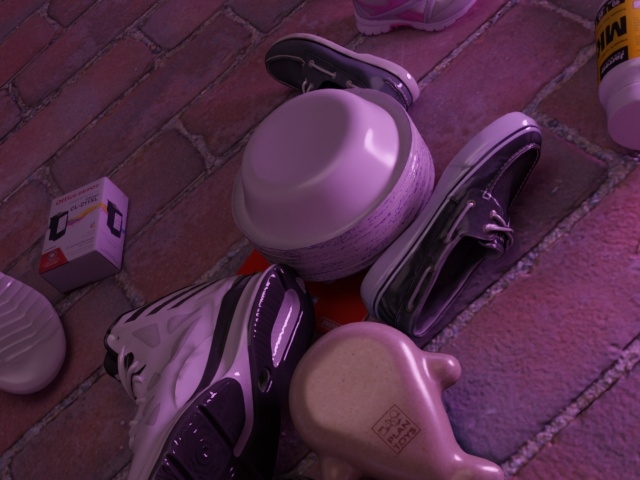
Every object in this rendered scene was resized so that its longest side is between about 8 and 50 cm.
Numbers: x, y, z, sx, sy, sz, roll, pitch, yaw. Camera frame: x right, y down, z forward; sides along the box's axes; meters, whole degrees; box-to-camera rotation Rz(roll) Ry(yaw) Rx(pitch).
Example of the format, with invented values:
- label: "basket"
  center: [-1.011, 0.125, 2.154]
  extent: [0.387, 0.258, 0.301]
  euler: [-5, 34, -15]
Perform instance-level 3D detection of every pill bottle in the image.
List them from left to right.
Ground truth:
- label: "pill bottle"
  center: [0.424, -0.229, 1.249]
  extent: [0.119, 0.119, 0.209]
  euler: [-12, 50, 26]

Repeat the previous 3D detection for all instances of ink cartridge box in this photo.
- label: "ink cartridge box"
  center: [-0.416, -0.011, 1.673]
  extent: [0.127, 0.072, 0.175]
  euler: [-21, 47, 19]
- label: "ink cartridge box"
  center: [0.000, 0.000, 1.395]
  extent: [0.275, 0.060, 0.239]
  euler: [20, 67, 43]

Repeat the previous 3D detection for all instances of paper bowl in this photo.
- label: "paper bowl"
  center: [0.004, -0.095, 1.323]
  extent: [0.284, 0.148, 0.284]
  euler: [-17, 49, 20]

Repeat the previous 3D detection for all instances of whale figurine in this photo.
- label: "whale figurine"
  center: [0.089, 0.223, 1.124]
  extent: [0.272, 0.141, 0.216]
  euler: [41, 83, 22]

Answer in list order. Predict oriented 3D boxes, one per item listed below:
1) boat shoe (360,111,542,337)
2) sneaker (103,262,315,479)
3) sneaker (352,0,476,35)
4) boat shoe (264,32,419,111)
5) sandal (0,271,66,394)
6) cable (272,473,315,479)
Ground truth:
- label: "boat shoe"
  center: [0.198, -0.011, 1.246]
  extent: [0.119, 0.121, 0.335]
  euler: [38, 92, 38]
- label: "sneaker"
  center: [-0.189, 0.223, 1.208]
  extent: [0.257, 0.169, 0.448]
  euler: [-9, 37, 32]
- label: "sneaker"
  center: [0.149, -0.419, 1.596]
  extent: [0.252, 0.111, 0.103]
  euler: [-3, 54, 32]
- label: "boat shoe"
  center: [0.010, -0.256, 1.557]
  extent: [0.319, 0.116, 0.099]
  euler: [22, 66, 38]
- label: "sandal"
  center: [-0.571, 0.138, 1.641]
  extent: [0.416, 0.102, 0.169]
  euler: [32, 62, 32]
- label: "cable"
  center: [-0.112, 0.324, 1.194]
  extent: [0.287, 0.072, 0.139]
  euler: [15, 63, 39]
